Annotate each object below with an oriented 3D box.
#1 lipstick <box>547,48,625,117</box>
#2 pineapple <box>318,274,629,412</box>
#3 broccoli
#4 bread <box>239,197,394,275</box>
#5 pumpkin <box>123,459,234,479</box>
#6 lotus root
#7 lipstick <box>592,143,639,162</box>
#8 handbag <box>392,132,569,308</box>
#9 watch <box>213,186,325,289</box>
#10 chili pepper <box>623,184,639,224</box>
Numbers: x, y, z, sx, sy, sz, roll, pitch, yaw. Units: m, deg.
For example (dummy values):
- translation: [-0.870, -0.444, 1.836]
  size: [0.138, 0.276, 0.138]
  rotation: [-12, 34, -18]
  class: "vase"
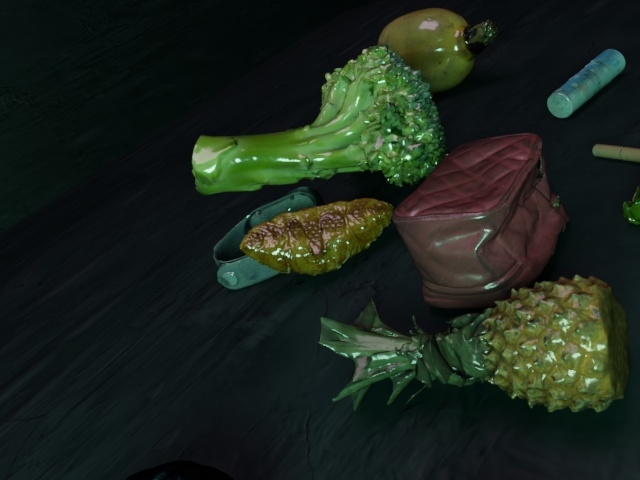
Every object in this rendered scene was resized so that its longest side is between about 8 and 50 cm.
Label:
- translation: [0.442, -0.261, 1.087]
  size: [0.158, 0.048, 0.048]
  rotation: [-38, 26, -23]
  class: "lipstick"
- translation: [0.131, 0.096, 0.606]
  size: [0.277, 0.119, 0.130]
  rotation: [-11, 47, 35]
  class: "pineapple"
- translation: [0.008, -0.171, 1.093]
  size: [0.396, 0.275, 0.353]
  rotation: [-17, -8, 20]
  class: "broccoli"
- translation: [0.000, 0.000, 0.960]
  size: [0.232, 0.076, 0.105]
  rotation: [-16, 52, -7]
  class: "bread"
- translation: [-0.128, 0.263, 0.503]
  size: [0.194, 0.150, 0.194]
  rotation: [-46, 0, 0]
  class: "pumpkin"
- translation: [0.250, -0.413, 1.425]
  size: [0.182, 0.183, 0.309]
  rotation: [-41, 28, -30]
  class: "lotus root"
- translation: [0.402, -0.115, 0.867]
  size: [0.019, 0.019, 0.094]
  rotation: [-33, 25, -14]
  class: "lipstick"
- translation: [0.191, -0.024, 0.764]
  size: [0.146, 0.135, 0.225]
  rotation: [-7, 26, 39]
  class: "handbag"
- translation: [-0.076, -0.007, 1.082]
  size: [0.206, 0.068, 0.193]
  rotation: [-19, 28, 26]
  class: "watch"
- translation: [0.467, -0.140, 0.798]
  size: [0.359, 0.076, 0.085]
  rotation: [-43, 3, -32]
  class: "chili pepper"
